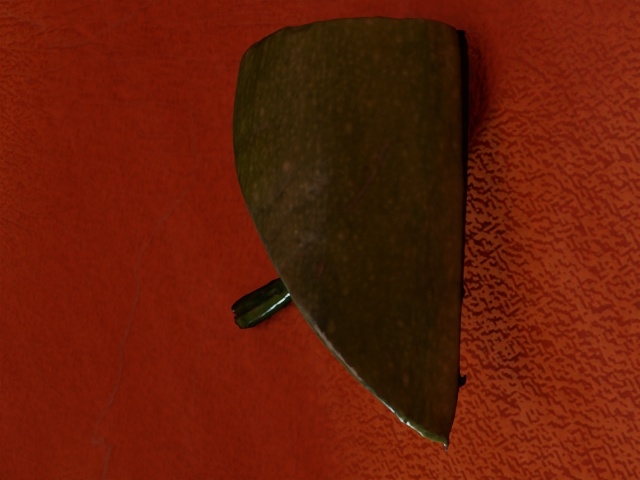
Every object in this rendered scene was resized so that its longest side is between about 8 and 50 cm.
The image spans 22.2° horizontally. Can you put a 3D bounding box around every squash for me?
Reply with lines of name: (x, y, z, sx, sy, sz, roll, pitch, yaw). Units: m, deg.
squash: (0.000, 0.000, 0.973, 0.169, 0.093, 0.252, -14, 68, 48)

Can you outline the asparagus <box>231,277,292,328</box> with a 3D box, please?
asparagus: (0.017, 0.003, 1.045, 0.022, 0.023, 0.233, 51, 131, -5)
